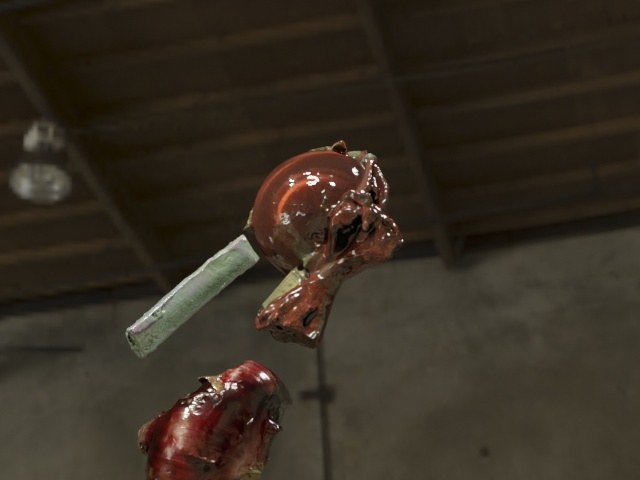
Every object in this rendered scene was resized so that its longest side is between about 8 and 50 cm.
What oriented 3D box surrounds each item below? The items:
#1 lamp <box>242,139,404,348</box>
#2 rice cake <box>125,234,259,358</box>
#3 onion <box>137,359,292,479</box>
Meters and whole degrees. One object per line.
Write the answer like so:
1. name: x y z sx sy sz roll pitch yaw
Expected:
1. lamp: -0.010 -0.007 1.685 0.151 0.223 0.215 35 -79 -7
2. rice cake: -0.153 0.064 1.842 0.043 0.211 0.034 55 -30 -11
3. onion: -0.163 0.282 2.124 0.195 0.272 0.272 21 -29 14
